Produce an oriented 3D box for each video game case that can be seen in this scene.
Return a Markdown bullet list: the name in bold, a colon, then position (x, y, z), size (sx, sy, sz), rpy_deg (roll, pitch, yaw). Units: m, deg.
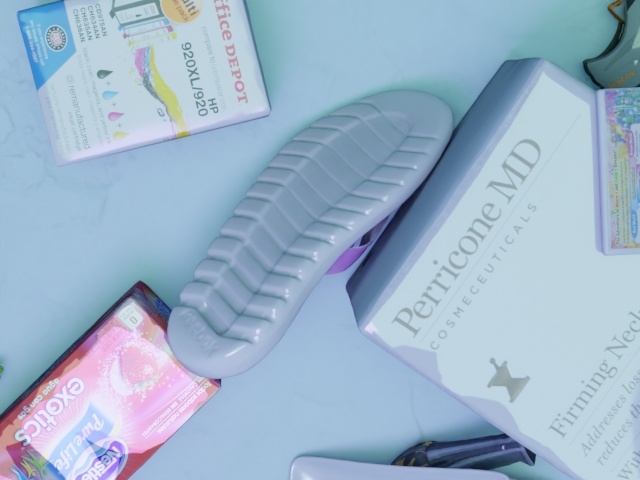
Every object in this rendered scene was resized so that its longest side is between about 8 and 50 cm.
- **video game case**: position (0.334, -0.067, 1.611), size (0.143, 0.019, 0.157), rpy_deg (-3, 93, -3)

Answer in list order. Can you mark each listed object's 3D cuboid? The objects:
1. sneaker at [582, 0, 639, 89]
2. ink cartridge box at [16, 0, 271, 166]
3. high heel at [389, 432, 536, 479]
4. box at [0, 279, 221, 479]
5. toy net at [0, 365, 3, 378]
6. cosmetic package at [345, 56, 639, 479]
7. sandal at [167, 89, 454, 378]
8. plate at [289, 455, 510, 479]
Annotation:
- **sneaker**: position (0.387, -0.271, 1.877), size (0.108, 0.100, 0.271), rpy_deg (30, 95, 0)
- **ink cartridge box**: position (-0.182, -0.190, 1.830), size (0.233, 0.168, 0.171), rpy_deg (-14, 96, -1)
- **high heel**: position (0.193, 0.333, 1.967), size (0.186, 0.093, 0.261), rpy_deg (-14, 114, 25)
- **box**: position (-0.260, 0.202, 1.883), size (0.300, 0.154, 0.142), rpy_deg (-44, 96, 2)
- **toy net**: position (-0.468, 0.194, 1.918), size (0.232, 0.122, 0.045), rpy_deg (-41, 61, 17)
- **cosmetic package**: position (0.278, 0.049, 1.794), size (0.394, 0.327, 0.329), rpy_deg (34, 94, -4)
- **sandal**: position (-0.011, -0.006, 1.854), size (0.416, 0.169, 0.102), rpy_deg (-46, 141, -19)
- **plate**: position (0.085, 0.386, 1.899), size (0.278, 0.045, 0.277), rpy_deg (0, 84, 30)
